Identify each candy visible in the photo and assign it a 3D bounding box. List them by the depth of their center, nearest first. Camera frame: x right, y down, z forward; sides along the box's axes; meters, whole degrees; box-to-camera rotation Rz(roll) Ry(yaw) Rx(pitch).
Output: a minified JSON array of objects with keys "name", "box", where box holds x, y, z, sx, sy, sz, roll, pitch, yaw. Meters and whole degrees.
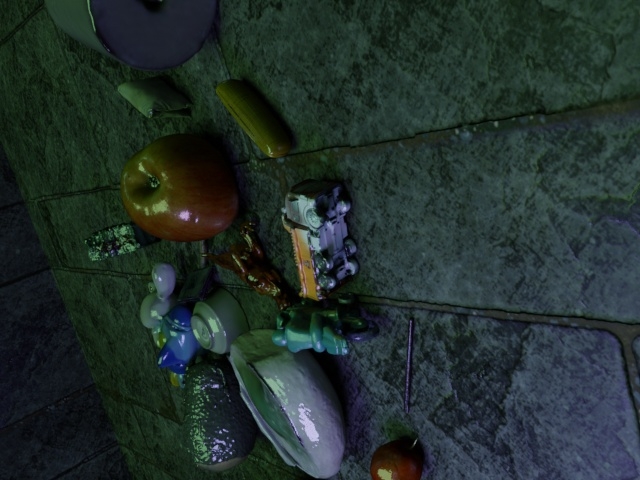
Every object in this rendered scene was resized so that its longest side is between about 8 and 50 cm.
[{"name":"candy","box":[-0.069,0.424,1.806,0.386,0.186,0.426,-16,100,63]}]

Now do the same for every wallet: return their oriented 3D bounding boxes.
[{"name":"wallet","box":[-0.380,0.138,2.119,0.030,0.111,0.166,34,154,-27]}]

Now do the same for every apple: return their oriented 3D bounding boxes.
[{"name":"apple","box":[-0.376,-0.129,1.794,0.302,0.302,0.301,30,132,39]}]

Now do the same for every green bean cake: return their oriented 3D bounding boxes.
[{"name":"green bean cake","box":[-0.665,-0.004,2.315,0.208,0.194,0.107,-6,100,52]}]

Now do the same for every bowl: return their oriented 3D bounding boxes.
[{"name":"bowl","box":[-0.318,0.256,2.094,0.211,0.112,0.211,31,133,41]}]

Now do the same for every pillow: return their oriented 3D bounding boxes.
[{"name":"pillow","box":[-0.443,-0.377,1.854,0.181,0.134,0.077,37,125,33]}]

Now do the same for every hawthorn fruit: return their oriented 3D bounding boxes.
[{"name":"hawthorn fruit","box":[0.186,0.527,1.613,0.125,0.140,0.125,55,175,7]}]

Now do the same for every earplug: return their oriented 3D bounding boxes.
[{"name":"earplug","box":[-0.477,-0.583,1.613,0.394,0.313,0.312,27,131,42]}]

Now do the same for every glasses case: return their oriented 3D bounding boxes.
[{"name":"glasses case","box":[-0.150,-0.281,1.573,0.234,0.079,0.064,52,136,18]}]

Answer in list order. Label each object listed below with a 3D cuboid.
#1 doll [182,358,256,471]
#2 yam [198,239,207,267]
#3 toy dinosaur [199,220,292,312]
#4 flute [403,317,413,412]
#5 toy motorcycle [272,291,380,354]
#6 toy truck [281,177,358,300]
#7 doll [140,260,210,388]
[{"name":"doll","box":[-0.336,0.548,2.201,0.247,0.247,0.349,-6,95,54]},{"name":"yam","box":[-0.351,-0.016,2.038,0.027,0.029,0.234,-113,22,-53]},{"name":"toy dinosaur","box":[-0.201,0.050,1.835,0.432,0.097,0.208,36,146,39]},{"name":"flute","box":[0.195,0.281,1.528,0.014,0.014,0.269,28,131,40]},{"name":"toy motorcycle","box":[-0.008,0.194,1.581,0.297,0.198,0.109,7,111,49]},{"name":"toy truck","box":[0.000,0.000,1.528,0.135,0.114,0.270,16,125,41]},{"name":"doll","box":[-0.483,0.291,2.292,0.365,0.187,0.376,62,169,19]}]
